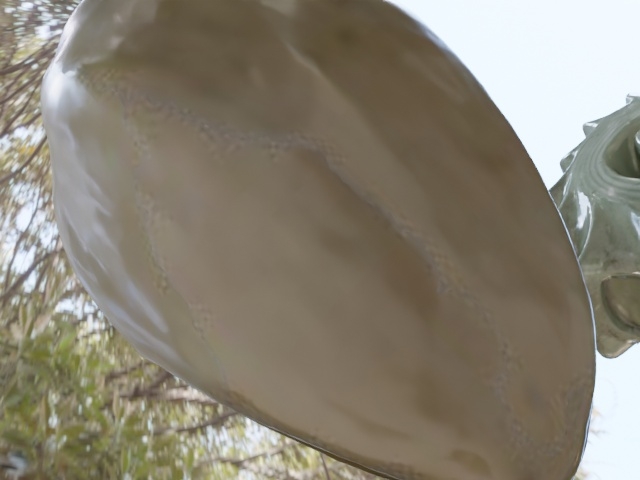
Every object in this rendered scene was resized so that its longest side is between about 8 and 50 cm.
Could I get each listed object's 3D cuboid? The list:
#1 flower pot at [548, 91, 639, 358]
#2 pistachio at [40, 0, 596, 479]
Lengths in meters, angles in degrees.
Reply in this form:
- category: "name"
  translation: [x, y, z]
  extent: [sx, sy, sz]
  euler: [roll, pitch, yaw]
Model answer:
- category: "flower pot"
  translation: [0.376, -0.014, 1.104]
  extent: [0.254, 0.367, 0.165]
  euler: [-58, -46, -27]
- category: "pistachio"
  translation: [0.000, 0.000, 0.431]
  extent: [0.153, 0.138, 0.238]
  euler: [-37, -102, 7]
